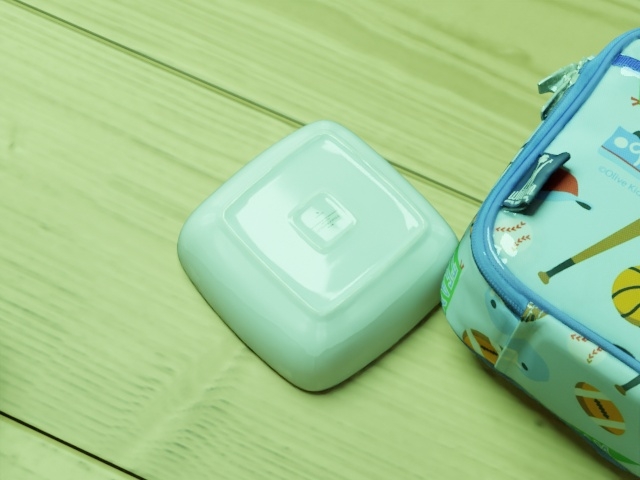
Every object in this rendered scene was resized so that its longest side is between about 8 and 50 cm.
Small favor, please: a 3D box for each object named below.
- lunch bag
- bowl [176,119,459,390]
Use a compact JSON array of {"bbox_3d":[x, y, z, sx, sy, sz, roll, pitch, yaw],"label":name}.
[{"bbox_3d":[0.232,0.020,1.005,0.303,0.115,0.243,37,63,9],"label":"lunch bag"},{"bbox_3d":[0.000,0.000,1.037,0.142,0.053,0.142,-39,71,-19],"label":"bowl"}]
